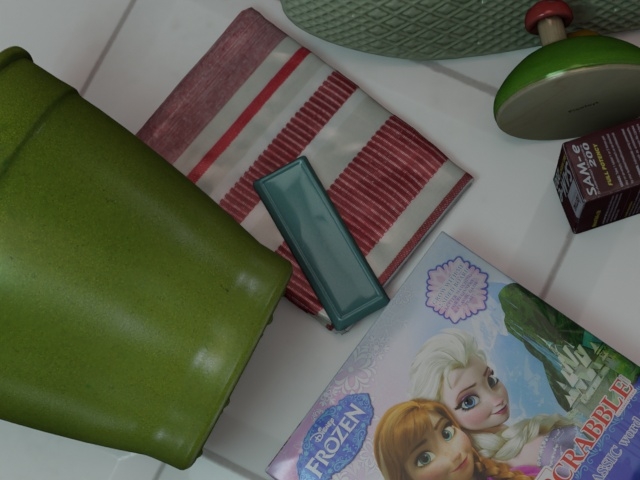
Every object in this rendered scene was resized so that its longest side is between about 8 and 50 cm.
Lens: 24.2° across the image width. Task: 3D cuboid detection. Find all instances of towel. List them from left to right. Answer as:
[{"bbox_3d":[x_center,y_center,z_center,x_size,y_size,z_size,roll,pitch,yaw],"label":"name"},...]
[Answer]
[{"bbox_3d":[-0.029,-0.079,1.654,0.329,0.037,0.237,38,80,11],"label":"towel"}]

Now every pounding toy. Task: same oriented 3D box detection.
[{"bbox_3d":[0.292,-0.195,1.582,0.237,0.183,0.110,-9,72,-1],"label":"pounding toy"}]

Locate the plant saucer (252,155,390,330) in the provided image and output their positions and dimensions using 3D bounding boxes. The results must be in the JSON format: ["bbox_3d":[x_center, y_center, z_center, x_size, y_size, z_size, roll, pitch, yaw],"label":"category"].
[{"bbox_3d":[0.000,0.000,1.605,0.067,0.018,0.192,-29,77,-6],"label":"plant saucer"}]

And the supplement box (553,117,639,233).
[{"bbox_3d":[0.372,-0.089,1.571,0.239,0.130,0.073,-18,75,-1],"label":"supplement box"}]

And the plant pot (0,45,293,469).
[{"bbox_3d":[-0.231,0.050,1.500,0.353,0.366,0.366,28,80,0],"label":"plant pot"}]

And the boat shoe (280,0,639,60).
[{"bbox_3d":[0.201,-0.307,1.621,0.500,0.187,0.156,-7,70,-2],"label":"boat shoe"}]

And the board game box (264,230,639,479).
[{"bbox_3d":[0.162,0.207,1.547,0.318,0.066,0.318,34,81,12],"label":"board game box"}]
